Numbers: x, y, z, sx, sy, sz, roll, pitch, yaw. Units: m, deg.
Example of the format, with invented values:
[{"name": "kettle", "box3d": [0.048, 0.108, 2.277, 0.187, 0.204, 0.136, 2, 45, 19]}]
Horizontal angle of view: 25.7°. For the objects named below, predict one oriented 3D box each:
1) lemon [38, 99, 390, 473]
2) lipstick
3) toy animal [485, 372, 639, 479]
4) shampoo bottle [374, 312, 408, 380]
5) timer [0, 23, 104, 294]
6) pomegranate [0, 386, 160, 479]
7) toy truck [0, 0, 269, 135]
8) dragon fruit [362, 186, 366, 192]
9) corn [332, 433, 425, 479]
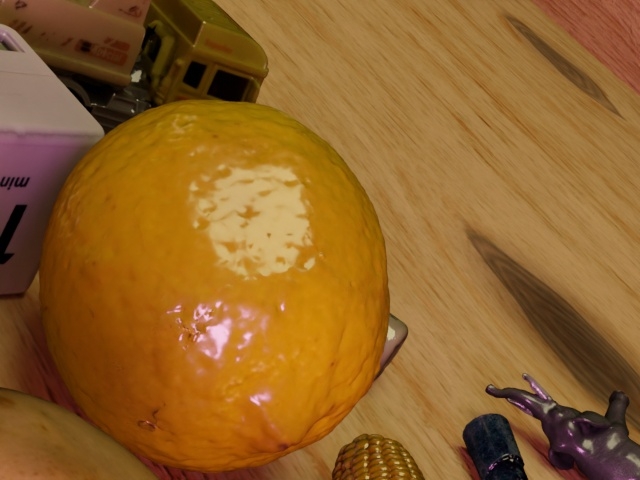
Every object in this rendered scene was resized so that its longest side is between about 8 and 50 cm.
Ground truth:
[{"name": "lemon", "box3d": [-0.093, 0.037, 1.232, 0.336, 0.336, 0.336, 25, 25, -13]}, {"name": "lipstick", "box3d": [0.200, 0.278, 1.435, 0.053, 0.053, 0.234, 19, 32, -26]}, {"name": "toy animal", "box3d": [0.317, 0.228, 1.610, 0.269, 0.082, 0.137, 37, 24, 10]}, {"name": "shampoo bottle", "box3d": [0.012, 0.081, 1.541, 0.162, 0.079, 0.079, 35, 25, 9]}, {"name": "timer", "box3d": [-0.349, -0.078, 1.289, 0.192, 0.195, 0.194, -1, 39, -50]}, {"name": "pomegranate", "box3d": [-0.188, 0.240, 0.768, 0.319, 0.319, 0.319, 25, 25, -13]}, {"name": "toy truck", "box3d": [-0.255, -0.225, 1.622, 0.405, 0.254, 0.180, 15, 24, -38]}, {"name": "dragon fruit", "box3d": [-0.001, -0.002, 1.637, 0.137, 0.135, 0.236, 12, 48, -48]}, {"name": "corn", "box3d": [0.070, 0.279, 1.207, 0.106, 0.106, 0.305, 19, 25, -25]}]
